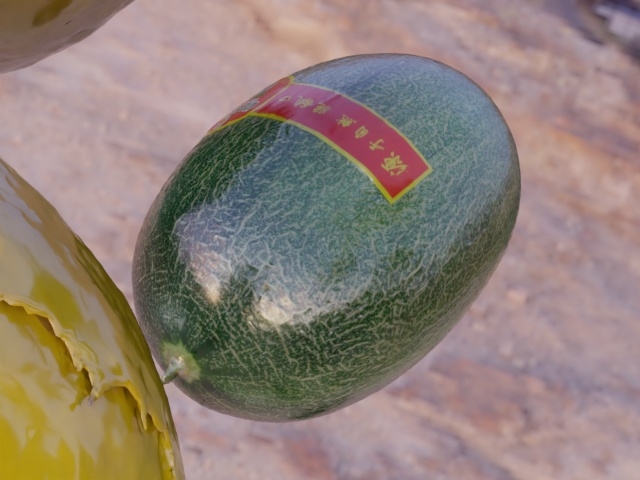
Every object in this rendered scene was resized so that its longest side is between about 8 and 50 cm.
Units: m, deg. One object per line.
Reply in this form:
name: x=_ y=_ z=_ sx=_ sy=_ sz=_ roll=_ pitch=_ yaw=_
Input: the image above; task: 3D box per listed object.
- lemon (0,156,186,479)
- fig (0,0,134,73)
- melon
lemon: x=-0.184 y=0.086 z=0.645 sx=0.297 sy=0.297 sz=0.297 roll=15 pitch=26 yaw=-7
fig: x=-0.237 y=-0.250 z=1.205 sx=0.343 sy=0.343 sz=0.343 roll=15 pitch=26 yaw=-7
melon: x=0.000 y=0.000 z=1.140 sx=0.182 sy=0.182 sz=0.288 roll=29 pitch=48 yaw=21
